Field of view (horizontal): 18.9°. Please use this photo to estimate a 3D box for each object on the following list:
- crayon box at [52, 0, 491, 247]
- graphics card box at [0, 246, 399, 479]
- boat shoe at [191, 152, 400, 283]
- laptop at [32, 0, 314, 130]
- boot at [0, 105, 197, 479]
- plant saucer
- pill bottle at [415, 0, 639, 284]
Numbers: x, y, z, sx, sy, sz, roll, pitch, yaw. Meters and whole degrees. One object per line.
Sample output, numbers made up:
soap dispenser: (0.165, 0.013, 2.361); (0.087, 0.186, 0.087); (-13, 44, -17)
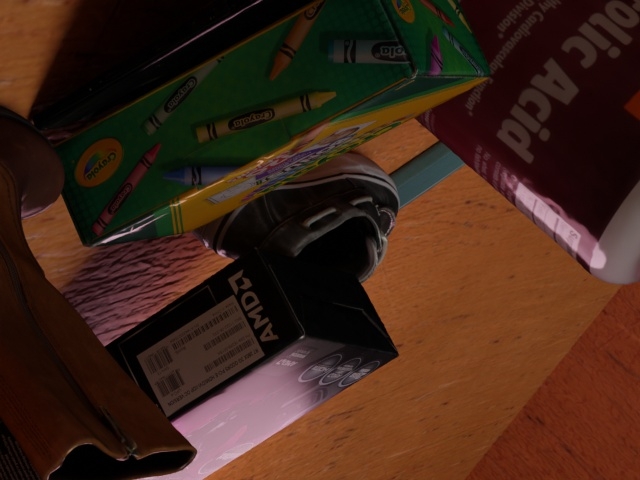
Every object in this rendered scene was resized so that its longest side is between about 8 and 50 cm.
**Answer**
crayon box: (-0.036, -0.091, 1.372); (0.278, 0.081, 0.165); (-27, 174, 22)
graphics card box: (-0.136, 0.148, 1.636); (0.371, 0.094, 0.233); (-34, 162, 14)
boat shoe: (0.000, 0.000, 1.763); (0.121, 0.119, 0.335); (-54, 161, 20)
laptop: (0.002, -0.295, 1.316); (0.408, 0.236, 0.382); (-25, -178, 45)
boot: (-0.168, 0.029, 1.183); (0.096, 0.280, 0.264); (-50, 162, 9)
plant saucer: (0.106, -0.068, 2.027); (0.192, 0.018, 0.067); (-33, 157, -34)
pill bottle: (0.250, -0.104, 1.669); (0.224, 0.392, 0.224); (-42, 161, -18)
